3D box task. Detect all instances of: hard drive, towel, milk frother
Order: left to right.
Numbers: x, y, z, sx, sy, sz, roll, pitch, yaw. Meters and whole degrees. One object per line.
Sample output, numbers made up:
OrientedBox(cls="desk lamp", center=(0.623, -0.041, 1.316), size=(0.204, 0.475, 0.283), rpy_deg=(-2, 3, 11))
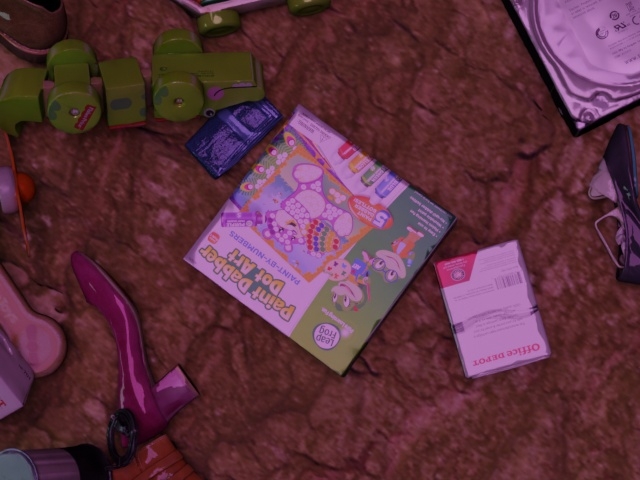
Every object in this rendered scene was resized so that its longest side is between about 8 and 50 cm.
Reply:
OrientedBox(cls="milk frother", center=(-0.301, 0.265, 1.882), size=(0.129, 0.135, 0.143), rpy_deg=(15, 94, 32))
OrientedBox(cls="towel", center=(-0.111, -0.139, 1.997), size=(0.119, 0.029, 0.067), rpy_deg=(-44, 82, -2))
OrientedBox(cls="hard drive", center=(0.347, -0.331, 1.978), size=(0.237, 0.064, 0.339), rpy_deg=(-26, 82, 0))

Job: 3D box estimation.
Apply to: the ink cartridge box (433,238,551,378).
OrientedBox(cls="ink cartridge box", center=(0.211, 0.086, 1.935), size=(0.109, 0.063, 0.150), rpy_deg=(-15, 83, 1))

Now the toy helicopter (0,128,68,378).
OrientedBox(cls="toy helicopter", center=(-0.425, 0.012, 1.968), size=(0.235, 0.140, 0.355), rpy_deg=(-37, 93, -10))

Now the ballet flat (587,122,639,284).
OrientedBox(cls="ballet flat", center=(0.368, -0.042, 1.940), size=(0.074, 0.074, 0.203), rpy_deg=(-11, 85, 2))

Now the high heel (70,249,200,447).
OrientedBox(cls="high heel", center=(-0.263, 0.134, 1.953), size=(0.117, 0.082, 0.244), rpy_deg=(-37, 92, -2))

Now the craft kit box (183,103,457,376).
OrientedBox(cls="craft kit box", center=(0.000, 0.000, 1.964), size=(0.250, 0.061, 0.246), rpy_deg=(36, 89, 7))

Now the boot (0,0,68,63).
OrientedBox(cls="boot", center=(-0.447, -0.350, 1.985), size=(0.305, 0.115, 0.112), rpy_deg=(31, 63, 4))

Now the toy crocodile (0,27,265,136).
OrientedBox(cls="toy crocodile", center=(-0.238, -0.186, 1.970), size=(0.340, 0.105, 0.115), rpy_deg=(-6, 45, -7))

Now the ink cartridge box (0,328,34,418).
OrientedBox(cls="ink cartridge box", center=(-0.468, 0.175, 1.912), size=(0.191, 0.082, 0.139), rpy_deg=(-29, 110, 15))

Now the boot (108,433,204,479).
OrientedBox(cls="boot", center=(-0.157, 0.305, 1.928), size=(0.197, 0.073, 0.152), rpy_deg=(-25, 78, -2))

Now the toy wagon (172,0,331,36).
OrientedBox(cls="toy wagon", center=(-0.060, -0.417, 2.008), size=(0.344, 0.068, 0.267), rpy_deg=(-13, 83, 2))
